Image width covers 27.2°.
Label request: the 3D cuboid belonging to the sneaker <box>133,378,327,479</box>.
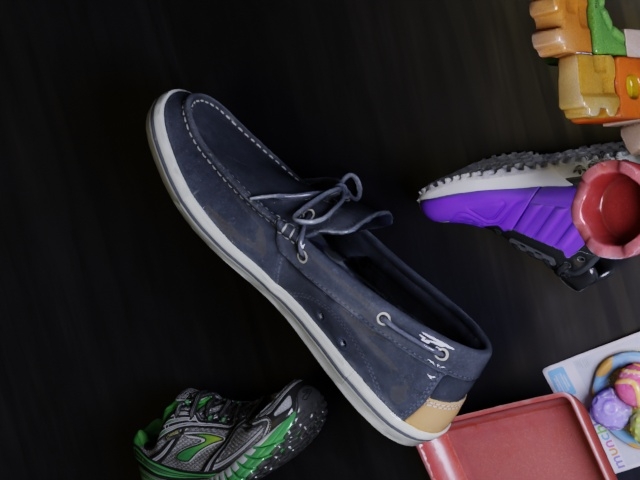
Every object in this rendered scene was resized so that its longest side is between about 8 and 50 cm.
[{"bbox_3d":[-0.131,0.250,1.681,0.343,0.134,0.146,-32,85,38],"label":"sneaker"}]

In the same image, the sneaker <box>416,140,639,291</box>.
[{"bbox_3d":[0.235,-0.016,1.356,0.293,0.102,0.146,-5,103,36],"label":"sneaker"}]

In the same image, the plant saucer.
[{"bbox_3d":[0.245,0.297,1.461,0.258,0.048,0.259,-24,90,50],"label":"plant saucer"}]

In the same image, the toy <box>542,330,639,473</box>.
[{"bbox_3d":[0.343,0.165,1.369,0.237,0.056,0.137,-28,87,38],"label":"toy"}]

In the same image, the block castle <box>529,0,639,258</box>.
[{"bbox_3d":[0.329,-0.221,1.080,0.303,0.213,0.453,-8,88,46],"label":"block castle"}]

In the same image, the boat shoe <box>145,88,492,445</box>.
[{"bbox_3d":[0.000,0.000,1.482,0.500,0.187,0.156,48,117,12],"label":"boat shoe"}]
